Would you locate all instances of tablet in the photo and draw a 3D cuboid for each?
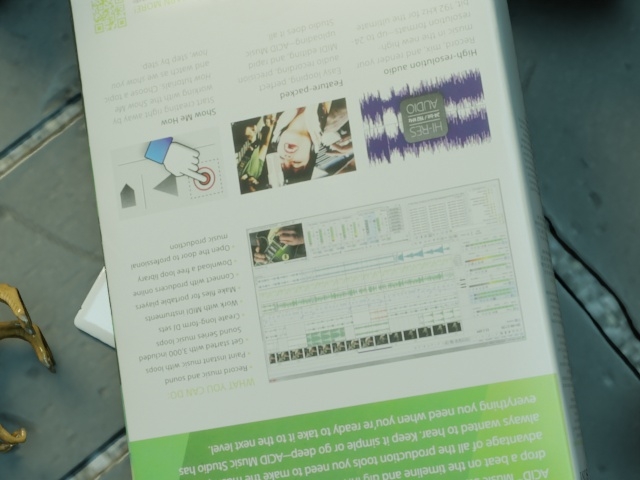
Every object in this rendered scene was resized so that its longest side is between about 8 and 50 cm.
[{"bbox_3d":[-0.089,0.043,0.833,0.083,0.006,0.054,28,80,2],"label":"tablet"}]

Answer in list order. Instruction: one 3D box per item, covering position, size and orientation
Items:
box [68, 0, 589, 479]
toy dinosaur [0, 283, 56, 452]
[{"bbox_3d":[0.000,0.000,0.775,0.232,0.058,0.322,-11,81,17],"label":"box"},{"bbox_3d":[-0.208,0.056,0.794,0.112,0.064,0.211,-23,82,-6],"label":"toy dinosaur"}]
